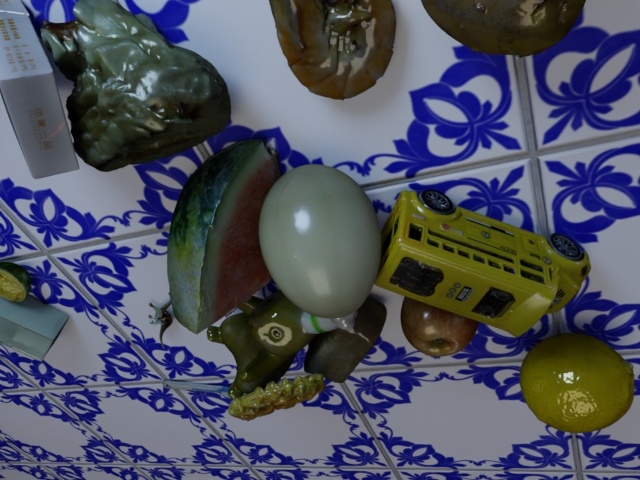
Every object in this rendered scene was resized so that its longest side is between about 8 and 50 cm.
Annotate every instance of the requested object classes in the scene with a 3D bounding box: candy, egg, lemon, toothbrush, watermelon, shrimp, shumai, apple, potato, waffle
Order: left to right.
[{"bbox_3d":[-0.702,0.088,1.164,0.105,0.062,0.106,7,126,10],"label":"watermelon"},{"bbox_3d":[-0.256,-0.219,0.714,0.255,0.189,0.218,-19,104,36],"label":"shumai"},{"bbox_3d":[-0.249,0.407,1.362,0.385,0.040,0.040,1,132,14],"label":"toothbrush"},{"bbox_3d":[-0.146,-0.005,0.863,0.192,0.231,0.311,1,88,17],"label":"watermelon"},{"bbox_3d":[-0.083,0.316,1.023,0.194,0.051,0.149,-26,153,10],"label":"waffle"},{"bbox_3d":[0.000,0.000,0.788,0.185,0.242,0.186,-9,164,-3],"label":"egg"},{"bbox_3d":[0.005,-0.301,0.618,0.152,0.063,0.287,-8,133,18],"label":"shrimp"},{"bbox_3d":[0.044,0.202,1.053,0.104,0.102,0.234,21,137,-6],"label":"candy"},{"bbox_3d":[0.212,0.137,0.922,0.146,0.131,0.146,13,140,11],"label":"apple"},{"bbox_3d":[0.195,-0.274,0.557,0.175,0.137,0.137,38,134,8],"label":"potato"},{"bbox_3d":[0.470,0.259,0.944,0.178,0.178,0.203,37,132,-20],"label":"lemon"}]

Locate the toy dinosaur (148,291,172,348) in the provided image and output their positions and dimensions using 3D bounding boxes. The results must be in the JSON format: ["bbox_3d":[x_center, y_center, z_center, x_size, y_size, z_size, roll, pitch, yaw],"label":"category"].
[{"bbox_3d":[-0.371,0.180,1.183,0.058,0.037,0.180,21,133,1],"label":"toy dinosaur"}]

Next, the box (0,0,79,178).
[{"bbox_3d":[-0.405,-0.214,0.704,0.066,0.233,0.150,-17,141,-28],"label":"box"}]

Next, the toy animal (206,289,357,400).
[{"bbox_3d":[-0.091,0.167,0.995,0.180,0.181,0.363,-5,149,-31],"label":"toy animal"}]

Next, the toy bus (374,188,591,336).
[{"bbox_3d":[0.256,0.048,0.819,0.330,0.151,0.145,19,132,-3],"label":"toy bus"}]

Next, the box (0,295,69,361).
[{"bbox_3d":[-0.754,0.189,1.256,0.225,0.086,0.129,33,131,-16],"label":"box"}]
